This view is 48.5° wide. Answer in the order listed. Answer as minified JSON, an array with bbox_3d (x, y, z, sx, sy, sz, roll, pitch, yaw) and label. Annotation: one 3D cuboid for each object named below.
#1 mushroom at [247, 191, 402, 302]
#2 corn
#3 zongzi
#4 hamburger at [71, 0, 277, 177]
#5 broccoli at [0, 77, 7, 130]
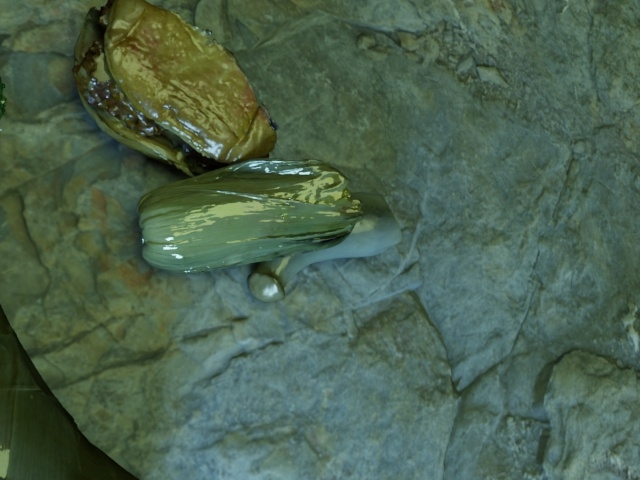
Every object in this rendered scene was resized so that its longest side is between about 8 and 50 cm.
[{"bbox_3d":[0.000,0.000,1.090,0.270,0.103,0.118,-23,81,-22],"label":"mushroom"},{"bbox_3d":[-0.097,-0.034,0.979,0.305,0.122,0.123,-13,69,-10],"label":"corn"},{"bbox_3d":[-0.303,0.219,0.794,0.356,0.174,0.393,20,70,-26],"label":"zongzi"},{"bbox_3d":[-0.208,-0.202,0.977,0.245,0.155,0.282,-17,88,-31],"label":"hamburger"},{"bbox_3d":[-0.511,-0.159,0.705,0.413,0.310,0.321,-39,93,3],"label":"broccoli"}]
